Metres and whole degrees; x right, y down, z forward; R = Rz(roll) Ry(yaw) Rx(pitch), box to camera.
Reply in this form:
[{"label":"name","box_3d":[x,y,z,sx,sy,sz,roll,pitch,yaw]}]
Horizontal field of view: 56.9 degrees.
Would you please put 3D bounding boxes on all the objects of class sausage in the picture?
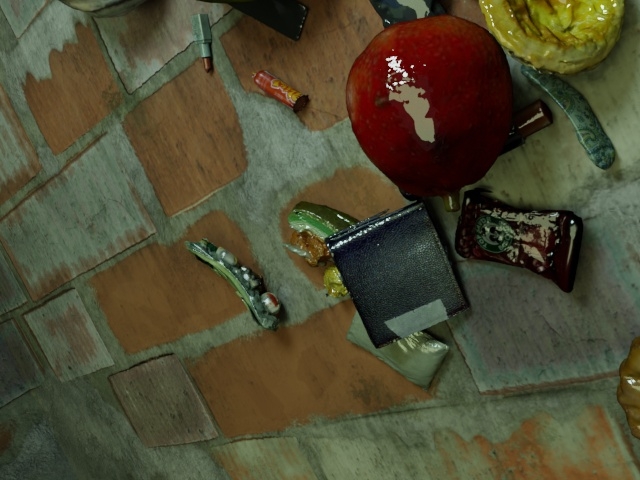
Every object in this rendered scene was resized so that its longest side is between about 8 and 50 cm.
[{"label":"sausage","box_3d":[-0.093,-0.331,1.281,0.145,0.048,0.050,37,88,21]}]

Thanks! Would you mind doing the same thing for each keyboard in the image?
[{"label":"keyboard","box_3d":[-0.113,-0.495,1.246,0.196,0.015,0.074,33,128,19]}]

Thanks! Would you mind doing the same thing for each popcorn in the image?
[{"label":"popcorn","box_3d":[0.034,0.100,1.345,0.084,0.084,0.084,13,116,29]}]

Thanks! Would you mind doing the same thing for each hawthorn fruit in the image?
[{"label":"hawthorn fruit","box_3d":[0.175,-0.196,0.951,0.265,0.265,0.307,-7,94,35]}]

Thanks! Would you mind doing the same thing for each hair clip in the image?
[{"label":"hair clip","box_3d":[0.415,-0.216,0.982,0.229,0.066,0.036,54,155,10]},{"label":"hair clip","box_3d":[-0.206,0.097,1.503,0.091,0.138,0.321,-44,79,-7]}]

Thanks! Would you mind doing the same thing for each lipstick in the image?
[{"label":"lipstick","box_3d":[-0.267,-0.450,1.355,0.030,0.030,0.129,5,112,32]},{"label":"lipstick","box_3d":[0.271,-0.162,1.072,0.299,0.081,0.081,-26,94,31]}]

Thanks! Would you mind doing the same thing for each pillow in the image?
[{"label":"pillow","box_3d":[0.169,0.230,1.334,0.229,0.050,0.148,33,131,19]}]

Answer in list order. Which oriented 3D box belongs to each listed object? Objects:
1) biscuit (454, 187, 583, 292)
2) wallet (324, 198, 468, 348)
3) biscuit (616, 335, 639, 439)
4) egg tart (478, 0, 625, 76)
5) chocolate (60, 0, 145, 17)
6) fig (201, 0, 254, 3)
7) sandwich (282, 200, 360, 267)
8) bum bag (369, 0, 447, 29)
[{"label":"biscuit","box_3d":[0.363,-0.007,1.095,0.235,0.063,0.151,17,117,30]},{"label":"wallet","box_3d":[0.156,0.067,1.206,0.220,0.071,0.262,-25,101,2]},{"label":"biscuit","box_3d":[0.670,0.257,0.975,0.325,0.107,0.326,15,116,32]},{"label":"egg tart","box_3d":[0.344,-0.354,0.899,0.241,0.241,0.106,54,168,3]},{"label":"chocolate","box_3d":[-0.470,-0.609,1.295,0.303,0.303,0.213,-14,123,37]},{"label":"fig","box_3d":[-0.178,-0.574,1.043,0.343,0.343,0.344,13,116,29]},{"label":"sandwich","box_3d":[0.008,0.003,1.309,0.184,0.109,0.160,31,121,20]},{"label":"bum bag","box_3d":[0.177,-0.387,1.055,0.137,0.074,0.310,-19,110,33]}]
